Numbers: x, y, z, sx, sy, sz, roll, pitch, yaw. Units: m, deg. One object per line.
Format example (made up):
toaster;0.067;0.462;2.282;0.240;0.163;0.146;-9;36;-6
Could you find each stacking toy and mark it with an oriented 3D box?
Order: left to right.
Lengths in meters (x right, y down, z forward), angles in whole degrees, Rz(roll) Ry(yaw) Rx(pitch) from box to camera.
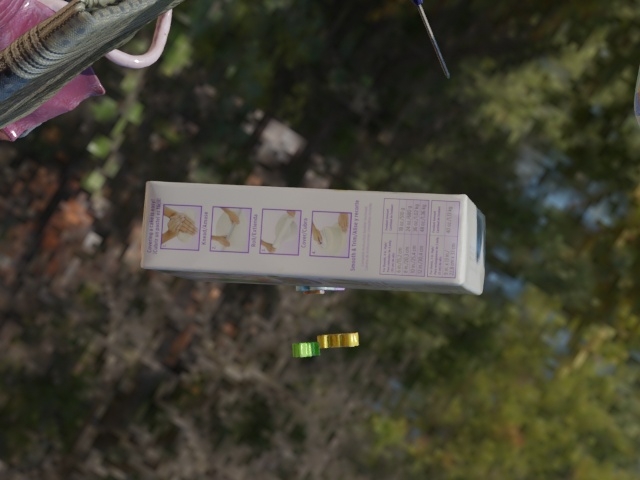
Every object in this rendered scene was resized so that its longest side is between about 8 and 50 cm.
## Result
stacking toy;0.004;0.055;2.329;0.221;0.052;0.167;-1;87;-78

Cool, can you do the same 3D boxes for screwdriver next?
screwdriver;0.104;-0.231;1.915;0.024;0.170;0.025;-10;-134;20

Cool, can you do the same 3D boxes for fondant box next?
fondant box;0.000;0.000;1.988;0.238;0.330;0.096;25;67;-80

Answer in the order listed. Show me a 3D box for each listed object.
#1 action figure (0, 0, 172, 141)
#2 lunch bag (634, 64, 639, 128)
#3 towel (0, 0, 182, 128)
action figure;-0.378;-0.270;2.154;0.275;0.370;0.248;-9;-124;23
lunch bag;0.538;-0.208;2.461;0.108;0.279;0.224;4;-105;53
towel;-0.253;-0.161;1.679;0.312;0.056;0.324;-32;-176;25
